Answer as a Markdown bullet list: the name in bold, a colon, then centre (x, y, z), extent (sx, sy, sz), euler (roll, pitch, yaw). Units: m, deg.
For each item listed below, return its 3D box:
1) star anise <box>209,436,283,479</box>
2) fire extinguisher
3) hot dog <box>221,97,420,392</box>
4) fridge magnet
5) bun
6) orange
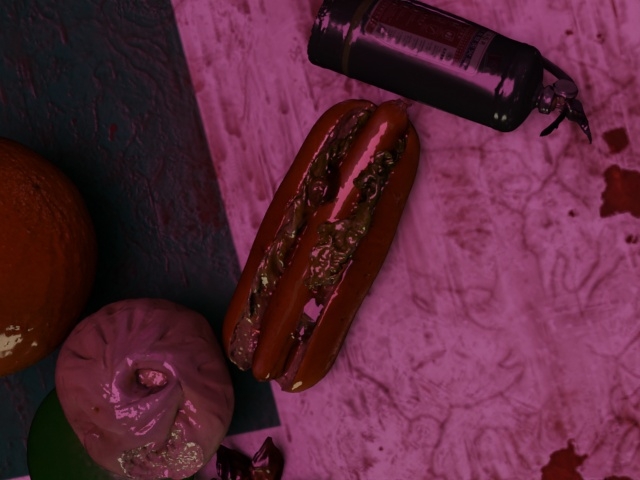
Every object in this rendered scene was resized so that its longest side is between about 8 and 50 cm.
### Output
- **star anise**: centre (-0.066, 0.292, 1.289), extent (0.168, 0.057, 0.168), euler (0, 89, 12)
- **fire extinguisher**: centre (0.138, -0.170, 1.150), extent (0.294, 0.118, 0.093), euler (22, 137, 16)
- **hot dog**: centre (0.000, 0.000, 1.209), extent (0.135, 0.100, 0.337), euler (30, 105, 15)
- **fridge magnet**: centre (-0.235, 0.245, 1.323), extent (0.208, 0.088, 0.208), euler (2, 96, 18)
- **bun**: centre (-0.182, 0.154, 1.218), extent (0.178, 0.128, 0.193), euler (-17, 73, -8)
- **orange**: centre (-0.376, 0.021, 1.258), extent (0.274, 0.274, 0.274), euler (2, 96, 19)
